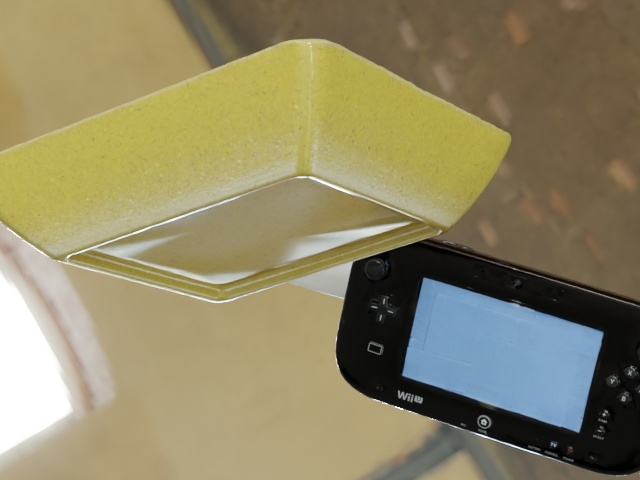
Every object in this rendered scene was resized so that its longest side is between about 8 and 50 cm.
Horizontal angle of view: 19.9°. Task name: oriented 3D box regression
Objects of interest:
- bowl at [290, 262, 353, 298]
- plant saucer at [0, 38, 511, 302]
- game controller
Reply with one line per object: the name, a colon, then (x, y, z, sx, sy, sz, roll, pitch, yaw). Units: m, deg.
bowl: (0.000, 0.000, 1.875, 0.053, 0.142, 0.142, -61, -151, 21)
plant saucer: (-0.054, -0.033, 1.435, 0.332, 0.333, 0.081, 18, 59, -57)
game controller: (0.169, 0.102, 1.674, 0.319, 0.067, 0.166, 17, -82, 19)
